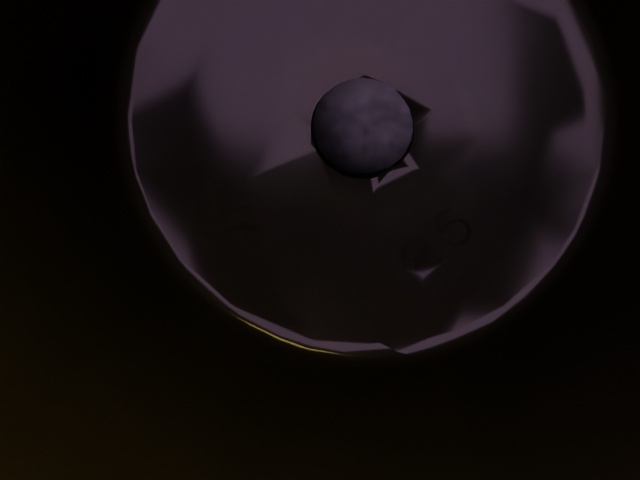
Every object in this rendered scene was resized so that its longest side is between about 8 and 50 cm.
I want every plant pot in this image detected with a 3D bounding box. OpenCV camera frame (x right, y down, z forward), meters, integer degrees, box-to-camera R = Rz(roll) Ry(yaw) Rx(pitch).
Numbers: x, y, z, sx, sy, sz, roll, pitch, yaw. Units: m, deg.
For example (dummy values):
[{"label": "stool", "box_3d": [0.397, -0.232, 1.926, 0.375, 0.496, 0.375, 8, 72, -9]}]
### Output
[{"label": "plant pot", "box_3d": [0.000, 0.000, 0.517, 0.323, 0.280, 0.323, 1, 109, 4]}]
